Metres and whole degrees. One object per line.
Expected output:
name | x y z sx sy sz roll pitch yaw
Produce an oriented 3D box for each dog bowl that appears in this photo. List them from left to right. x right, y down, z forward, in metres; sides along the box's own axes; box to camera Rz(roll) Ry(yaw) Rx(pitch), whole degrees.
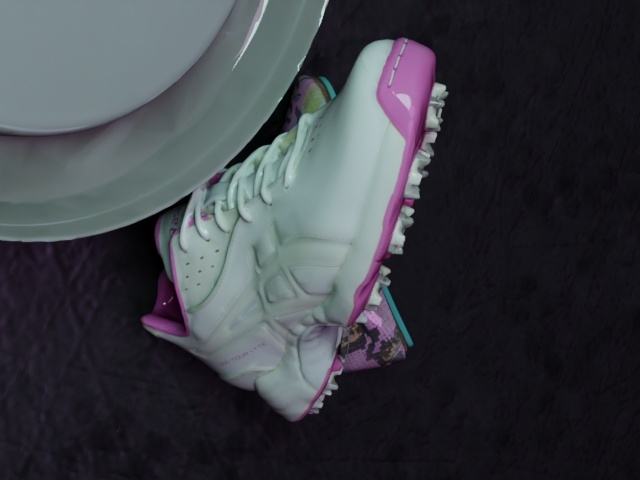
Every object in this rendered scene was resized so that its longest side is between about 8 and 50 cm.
dog bowl | -0.142 -0.179 0.596 0.349 0.102 0.348 -17 115 -41

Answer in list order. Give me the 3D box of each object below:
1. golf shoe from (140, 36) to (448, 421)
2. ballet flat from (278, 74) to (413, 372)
golf shoe | -0.025 -0.004 0.718 0.140 0.306 0.115 22 48 -2
ballet flat | 0.000 0.000 0.851 0.079 0.077 0.221 -22 116 -7
